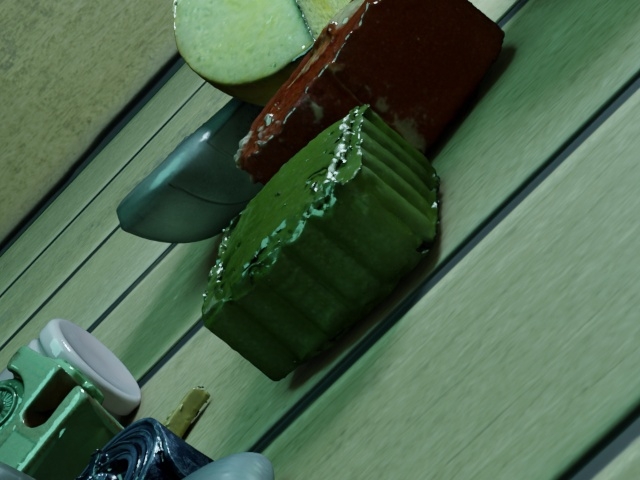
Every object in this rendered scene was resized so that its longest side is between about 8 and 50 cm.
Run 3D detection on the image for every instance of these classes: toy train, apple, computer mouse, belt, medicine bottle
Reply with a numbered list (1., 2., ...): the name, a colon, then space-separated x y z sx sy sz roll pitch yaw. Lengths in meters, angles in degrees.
1. toy train: -0.315 0.260 1.647 0.159 0.129 0.326 22 67 45
2. apple: -0.039 -0.251 1.990 0.254 0.179 0.346 -15 41 -10
3. computer mouse: -0.111 -0.096 2.072 0.188 0.122 0.371 -37 11 34
4. belt: -0.158 0.220 1.430 0.141 0.082 0.190 -60 17 -22
5. medicine bottle: -0.317 0.212 1.829 0.250 0.133 0.133 -46 14 5

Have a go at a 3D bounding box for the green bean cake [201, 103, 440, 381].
1. green bean cake: 0.000 0.000 1.488 0.200 0.113 0.214 -42 16 19

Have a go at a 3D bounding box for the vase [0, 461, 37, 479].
1. vase: -0.284 0.227 1.516 0.086 0.214 0.086 -44 15 15

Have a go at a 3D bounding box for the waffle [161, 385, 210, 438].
1. waffle: -0.166 0.204 1.620 0.097 0.023 0.153 -26 28 55

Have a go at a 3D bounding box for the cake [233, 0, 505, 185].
1. cake: 0.039 -0.138 1.671 0.283 0.151 0.177 -55 19 -10

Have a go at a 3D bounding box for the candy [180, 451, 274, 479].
1. candy: -0.112 0.228 1.271 0.174 0.071 0.138 -37 7 14
